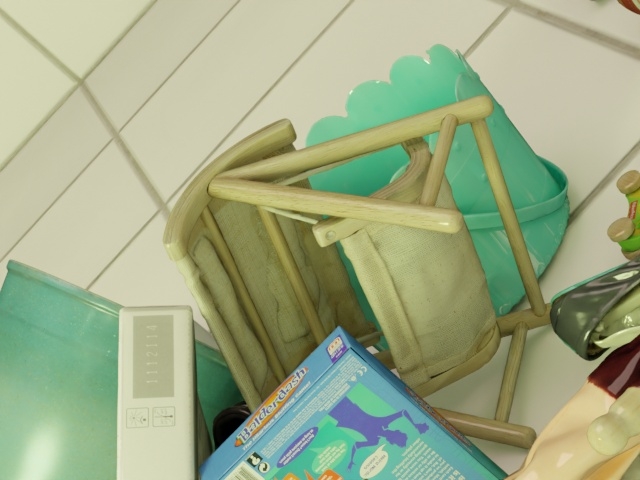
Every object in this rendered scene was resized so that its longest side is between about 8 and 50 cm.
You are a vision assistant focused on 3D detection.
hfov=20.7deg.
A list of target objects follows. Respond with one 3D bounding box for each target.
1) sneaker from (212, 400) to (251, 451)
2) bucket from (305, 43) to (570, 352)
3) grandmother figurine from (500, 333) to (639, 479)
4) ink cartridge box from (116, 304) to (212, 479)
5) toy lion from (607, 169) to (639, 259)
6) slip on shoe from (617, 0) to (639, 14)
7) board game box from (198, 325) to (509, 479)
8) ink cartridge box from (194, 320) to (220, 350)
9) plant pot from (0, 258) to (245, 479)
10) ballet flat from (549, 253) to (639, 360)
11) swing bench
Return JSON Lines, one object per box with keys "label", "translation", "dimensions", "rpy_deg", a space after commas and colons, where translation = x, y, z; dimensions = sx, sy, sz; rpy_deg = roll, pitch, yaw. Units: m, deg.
{"label": "sneaker", "translation": [-0.028, 0.168, 1.631], "dimensions": [0.098, 0.135, 0.276], "rpy_deg": [-34, 24, 37]}
{"label": "bucket", "translation": [0.090, -0.030, 1.664], "dimensions": [0.281, 0.183, 0.281], "rpy_deg": [-38, 22, 18]}
{"label": "grandmother figurine", "translation": [0.221, 0.125, 1.285], "dimensions": [0.342, 0.104, 0.208], "rpy_deg": [-45, 9, 2]}
{"label": "ink cartridge box", "translation": [-0.126, 0.244, 1.444], "dimensions": [0.261, 0.066, 0.296], "rpy_deg": [91, 177, -57]}
{"label": "toy lion", "translation": [0.300, -0.038, 1.507], "dimensions": [0.096, 0.034, 0.100], "rpy_deg": [-21, 33, 35]}
{"label": "slip on shoe", "translation": [0.396, -0.363, 1.771], "dimensions": [0.331, 0.123, 0.101], "rpy_deg": [-57, 19, -9]}
{"label": "board game box", "translation": [0.036, 0.192, 1.363], "dimensions": [0.160, 0.210, 0.047], "rpy_deg": [-45, 20, 6]}
{"label": "ink cartridge box", "translation": [-0.211, 0.188, 2.019], "dimensions": [0.191, 0.082, 0.139], "rpy_deg": [-35, 24, 26]}
{"label": "plant pot", "translation": [-0.230, 0.188, 1.692], "dimensions": [0.255, 0.272, 0.272], "rpy_deg": [-65, 24, -7]}
{"label": "ballet flat", "translation": [0.276, 0.032, 1.389], "dimensions": [0.203, 0.074, 0.074], "rpy_deg": [-34, 25, 18]}
{"label": "swing bench", "translation": [0.039, 0.036, 1.455], "dimensions": [0.255, 0.253, 0.165], "rpy_deg": [-5, 40, 22]}
